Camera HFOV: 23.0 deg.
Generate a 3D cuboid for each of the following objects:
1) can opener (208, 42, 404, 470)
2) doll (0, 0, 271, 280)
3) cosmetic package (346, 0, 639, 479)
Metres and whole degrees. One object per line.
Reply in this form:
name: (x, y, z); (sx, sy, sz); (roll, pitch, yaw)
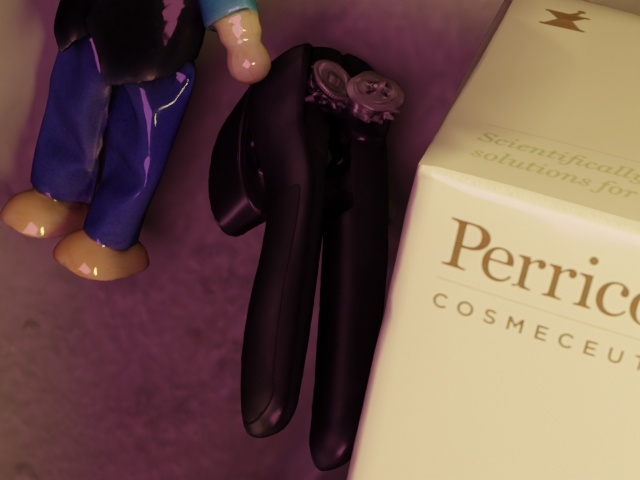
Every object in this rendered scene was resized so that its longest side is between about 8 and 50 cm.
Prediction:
can opener: (0.000, 0.000, 0.537); (0.059, 0.186, 0.073); (18, 131, -21)
doll: (-0.066, -0.082, 0.573); (0.129, 0.046, 0.189); (32, 116, 38)
cosmetic package: (0.100, 0.129, 0.503); (0.197, 0.155, 0.365); (15, 120, 11)
